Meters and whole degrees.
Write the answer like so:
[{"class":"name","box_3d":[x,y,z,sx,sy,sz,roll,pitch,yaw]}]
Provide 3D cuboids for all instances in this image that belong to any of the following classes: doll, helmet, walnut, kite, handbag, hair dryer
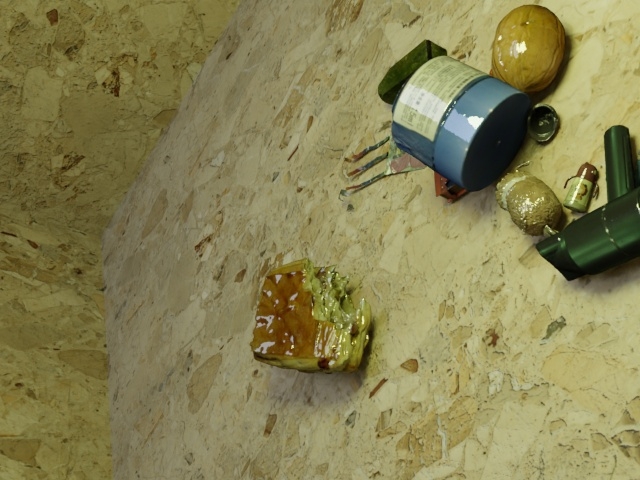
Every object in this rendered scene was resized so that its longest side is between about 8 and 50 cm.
[{"class":"doll","box_3d":[0.445,-0.067,1.681,0.221,0.105,0.114,-108,20,-45]},{"class":"helmet","box_3d":[0.493,-0.264,1.773,0.065,0.049,0.083,13,110,19]},{"class":"walnut","box_3d":[0.466,-0.426,1.801,0.167,0.167,0.207,-2,75,57]},{"class":"kite","box_3d":[0.199,-0.252,2.254,0.360,0.022,0.204,-21,57,47]},{"class":"handbag","box_3d":[0.338,-0.200,1.976,0.127,0.063,0.190,-35,42,43]},{"class":"hair dryer","box_3d":[0.543,-0.081,1.548,0.244,0.116,0.302,-32,38,47]}]

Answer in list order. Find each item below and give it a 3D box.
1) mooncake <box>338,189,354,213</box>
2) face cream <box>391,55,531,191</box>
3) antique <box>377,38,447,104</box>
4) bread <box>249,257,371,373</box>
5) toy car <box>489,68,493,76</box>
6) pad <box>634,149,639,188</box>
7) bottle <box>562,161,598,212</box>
[{"class":"mooncake","box_3d":[0.010,0.001,2.392,0.150,0.057,0.346,30,106,45]},{"class":"face cream","box_3d":[0.313,-0.267,1.804,0.225,0.249,0.249,38,108,31]},{"class":"antique","box_3d":[0.250,-0.459,2.224,0.221,0.081,0.080,-29,50,47]},{"class":"bread","box_3d":[-0.005,0.217,2.170,0.370,0.192,0.314,-8,61,43]},{"class":"toy car","box_3d":[0.449,-0.423,1.941,0.122,0.035,0.059,-45,44,33]},{"class":"pad","box_3d":[0.672,-0.098,1.444,0.269,0.012,0.269,12,84,58]},{"class":"bottle","box_3d":[0.532,-0.111,1.633,0.047,0.063,0.101,178,114,-88]}]
